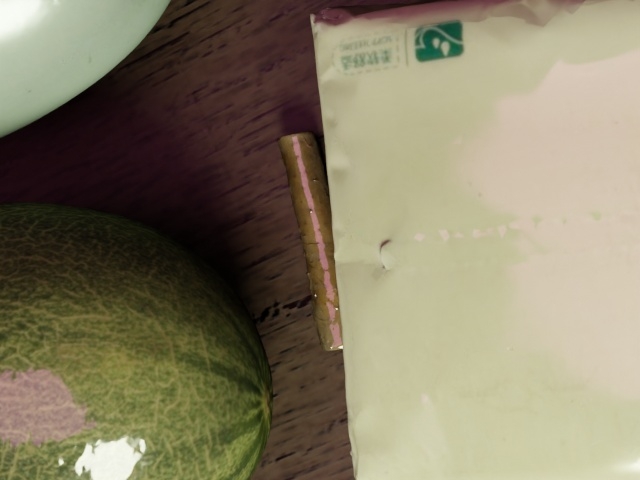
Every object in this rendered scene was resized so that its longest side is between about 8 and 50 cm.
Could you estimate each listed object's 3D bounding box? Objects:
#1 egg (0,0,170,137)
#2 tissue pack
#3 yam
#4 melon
[{"bbox_3d":[-0.263,-0.168,1.096,0.371,0.230,0.230,-11,91,17],"label":"egg"},{"bbox_3d":[0.206,-0.009,0.928,0.380,0.207,0.297,-8,91,23],"label":"tissue pack"},{"bbox_3d":[0.000,0.000,1.111,0.032,0.032,0.145,-12,92,23],"label":"yam"},{"bbox_3d":[-0.177,0.095,1.082,0.302,0.237,0.237,4,97,17],"label":"melon"}]
